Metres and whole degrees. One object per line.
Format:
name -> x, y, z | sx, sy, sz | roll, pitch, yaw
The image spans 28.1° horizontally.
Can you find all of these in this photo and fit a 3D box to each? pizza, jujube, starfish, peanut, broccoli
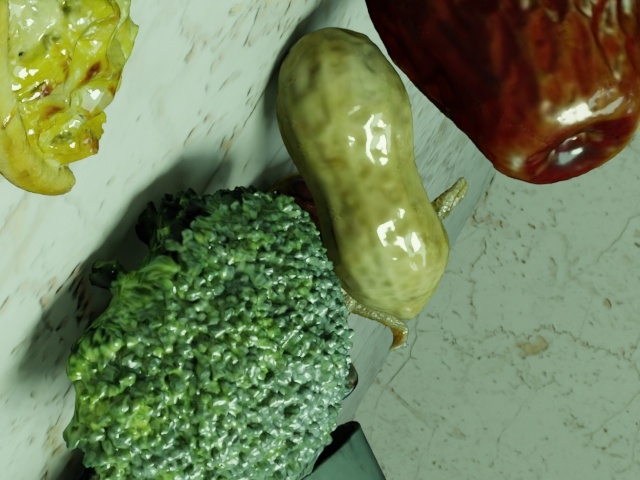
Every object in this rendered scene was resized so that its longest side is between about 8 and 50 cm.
pizza -> -0.109, -0.074, 0.538 | 0.099, 0.036, 0.160 | -54, 170, -21
jujube -> 0.126, -0.157, 0.840 | 0.190, 0.255, 0.190 | -16, 150, -10
starfish -> 0.064, 0.061, 1.634 | 0.375, 0.094, 0.327 | -51, 160, -2
peanut -> 0.033, -0.042, 0.915 | 0.103, 0.098, 0.229 | -37, 116, -48
broccoli -> -0.067, 0.064, 0.814 | 0.176, 0.226, 0.198 | -27, 131, 4

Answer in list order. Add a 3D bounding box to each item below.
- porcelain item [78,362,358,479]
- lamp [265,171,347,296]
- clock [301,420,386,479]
porcelain item -> -0.090, 0.152, 1.063 | 0.186, 0.138, 0.288 | -51, 173, 28
lamp -> 0.000, 0.000, 1.087 | 0.118, 0.118, 0.253 | -61, 168, 16
clock -> -0.090, 0.250, 1.009 | 0.319, 0.066, 0.319 | -32, 179, -1
